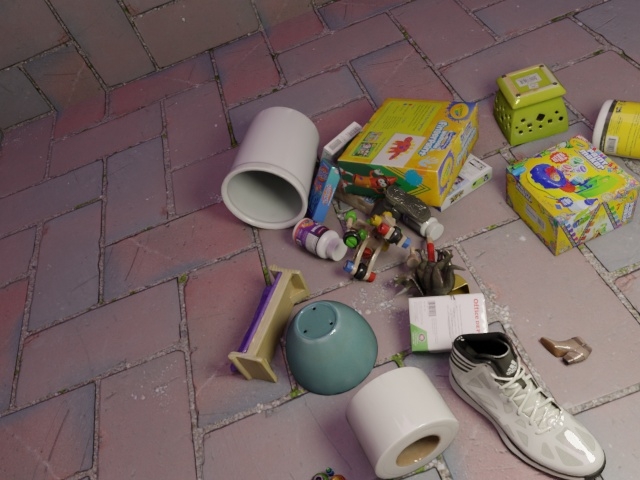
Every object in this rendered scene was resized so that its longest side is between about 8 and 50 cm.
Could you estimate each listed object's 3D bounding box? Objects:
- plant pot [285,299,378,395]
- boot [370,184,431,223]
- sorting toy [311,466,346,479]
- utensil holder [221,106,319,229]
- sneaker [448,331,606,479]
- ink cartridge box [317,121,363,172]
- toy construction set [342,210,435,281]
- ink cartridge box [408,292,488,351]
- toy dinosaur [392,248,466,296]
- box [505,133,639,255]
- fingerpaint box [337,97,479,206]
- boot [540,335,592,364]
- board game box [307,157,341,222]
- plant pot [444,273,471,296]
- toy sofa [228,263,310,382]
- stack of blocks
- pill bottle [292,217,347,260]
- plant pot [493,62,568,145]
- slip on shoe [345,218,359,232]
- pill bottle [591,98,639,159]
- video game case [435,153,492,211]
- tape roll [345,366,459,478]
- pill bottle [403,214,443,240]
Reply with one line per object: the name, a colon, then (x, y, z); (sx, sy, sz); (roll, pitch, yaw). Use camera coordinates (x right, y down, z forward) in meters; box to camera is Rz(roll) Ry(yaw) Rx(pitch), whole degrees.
plant pot: (0.015, 0.294, 1.676); (0.291, 0.195, 0.290); (-10, 48, 11)
boot: (0.272, -0.087, 1.914); (0.190, 0.208, 0.076); (40, 60, 11)
sorting toy: (0.020, 0.642, 1.478); (0.102, 0.042, 0.061); (-2, 50, 18)
utensil holder: (-0.179, -0.292, 2.166); (0.328, 0.327, 0.385); (-2, 49, 18)
sneaker: (0.493, 0.396, 1.372); (0.169, 0.257, 0.448); (-41, 50, -17)
ink cartridge box: (0.076, -0.362, 2.232); (0.056, 0.224, 0.181); (43, 71, 10)
toy construction set: (0.228, -0.010, 1.871); (0.309, 0.257, 0.237); (9, 39, 1)
ink cartridge box: (0.378, 0.247, 1.626); (0.220, 0.092, 0.160); (-5, 70, 15)
toy dinosaur: (0.357, 0.105, 1.668); (0.121, 0.160, 0.314); (1, 0, -31)
box: (0.804, -0.152, 1.789); (0.279, 0.177, 0.289); (-24, 47, -3)
fingerpaint box: (0.334, -0.336, 2.015); (0.371, 0.163, 0.444); (11, 47, 28)
boot: (0.692, 0.294, 1.542); (0.087, 0.042, 0.118); (-29, 48, -14)
board game box: (0.010, -0.191, 2.068); (0.047, 0.210, 0.160); (16, 15, -18)
plant pot: (0.417, 0.152, 1.735); (0.082, 0.081, 0.083); (-24, 37, 0)
toy sofa: (-0.182, 0.264, 1.803); (0.177, 0.150, 0.362); (7, 54, 23)
stack of blocks: (0.156, -0.221, 2.141); (0.171, 0.087, 0.297); (-43, 50, -18)
pill bottle: (0.000, 0.000, 1.993); (0.194, 0.108, 0.108); (28, 64, 35)
plant pot: (0.796, -0.530, 2.097); (0.228, 0.207, 0.227); (-16, 48, 8)
slip on shoe: (0.122, -0.033, 2.020); (0.041, 0.051, 0.135); (-16, 39, 9)
pill bottle: (1.113, -0.361, 1.849); (0.334, 0.187, 0.187); (18, 59, 31)
video game case: (0.462, -0.256, 2.079); (0.244, 0.061, 0.269); (-32, 48, -11)
tape roll: (0.209, 0.470, 1.420); (0.246, 0.246, 0.169); (-28, 47, -5)
pill bottle: (0.363, -0.062, 1.937); (0.078, 0.078, 0.137); (-36, 49, -12)
